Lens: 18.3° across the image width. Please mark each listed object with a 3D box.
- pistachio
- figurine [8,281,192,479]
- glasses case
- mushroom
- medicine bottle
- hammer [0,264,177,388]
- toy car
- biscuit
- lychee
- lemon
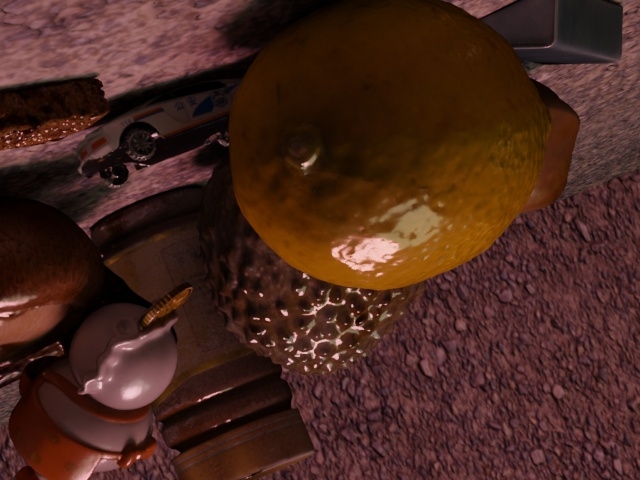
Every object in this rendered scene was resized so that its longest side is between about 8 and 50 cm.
[{"bbox_3d":[0.152,-0.100,2.186,0.260,0.163,0.213,-8,151,-3],"label":"pistachio"},{"bbox_3d":[-0.197,0.143,1.854,0.271,0.143,0.143,-37,166,29],"label":"figurine"},{"bbox_3d":[0.240,-0.204,2.023,0.105,0.056,0.266,-25,172,21],"label":"glasses case"},{"bbox_3d":[-0.344,0.058,1.832,0.297,0.163,0.278,-25,-178,13],"label":"mushroom"},{"bbox_3d":[-0.134,0.114,2.192,0.151,0.322,0.151,-22,173,-3],"label":"medicine bottle"},{"bbox_3d":[-0.368,0.145,1.996,0.408,0.095,0.242,-29,-143,-20],"label":"hammer"},{"bbox_3d":[-0.117,-0.101,1.720,0.205,0.056,0.095,-22,174,-25],"label":"toy car"},{"bbox_3d":[-0.248,-0.088,1.509,0.199,0.034,0.064,-15,171,-47],"label":"biscuit"},{"bbox_3d":[0.000,0.000,2.044,0.255,0.274,0.255,-2,-179,0],"label":"lychee"},{"bbox_3d":[0.058,-0.083,1.637,0.245,0.245,0.320,-26,173,30],"label":"lemon"}]
